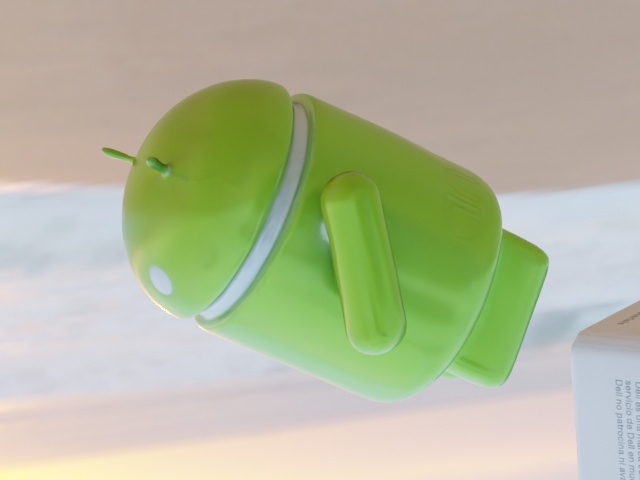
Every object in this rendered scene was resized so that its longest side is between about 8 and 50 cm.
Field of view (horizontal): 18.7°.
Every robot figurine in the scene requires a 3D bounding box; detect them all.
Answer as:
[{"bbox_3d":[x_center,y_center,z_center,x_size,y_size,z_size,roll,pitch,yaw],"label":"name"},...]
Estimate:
[{"bbox_3d":[0.000,0.000,0.504,0.115,0.067,0.101,24,174,-20],"label":"robot figurine"}]

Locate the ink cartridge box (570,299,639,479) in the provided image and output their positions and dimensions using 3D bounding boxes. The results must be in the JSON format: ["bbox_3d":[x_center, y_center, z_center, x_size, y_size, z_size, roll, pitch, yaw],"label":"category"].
[{"bbox_3d":[0.249,0.130,0.778,0.273,0.198,0.115,5,-163,38],"label":"ink cartridge box"}]
